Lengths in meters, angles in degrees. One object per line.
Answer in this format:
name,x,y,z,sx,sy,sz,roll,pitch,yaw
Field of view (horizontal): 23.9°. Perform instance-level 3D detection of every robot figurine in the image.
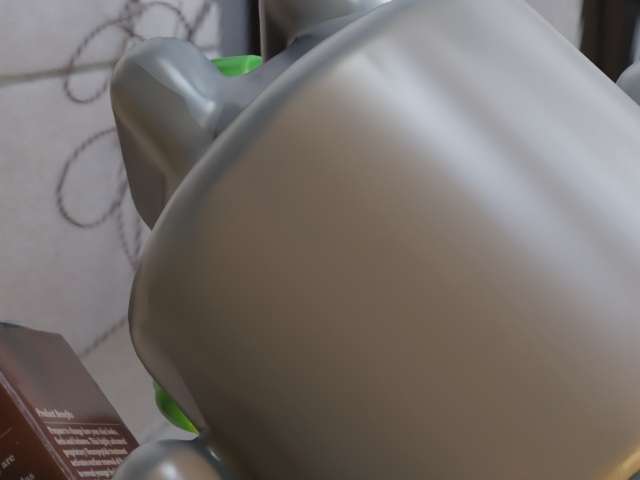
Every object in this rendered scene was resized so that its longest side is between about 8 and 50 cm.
robot figurine,0.072,0.049,0.545,0.300,0.353,0.200,-38,160,-13

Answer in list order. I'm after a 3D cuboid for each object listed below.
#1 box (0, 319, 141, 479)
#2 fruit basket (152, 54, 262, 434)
box,-0.177,0.247,1.136,0.143,0.381,0.191,-38,165,6
fruit basket,0.000,0.000,1.263,0.392,0.392,0.283,-12,83,-41
